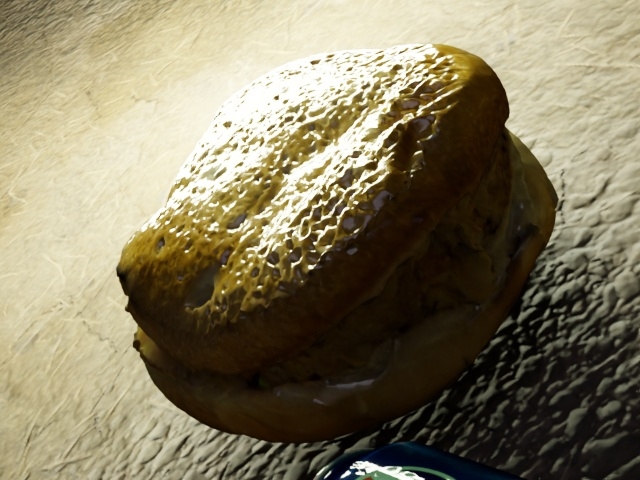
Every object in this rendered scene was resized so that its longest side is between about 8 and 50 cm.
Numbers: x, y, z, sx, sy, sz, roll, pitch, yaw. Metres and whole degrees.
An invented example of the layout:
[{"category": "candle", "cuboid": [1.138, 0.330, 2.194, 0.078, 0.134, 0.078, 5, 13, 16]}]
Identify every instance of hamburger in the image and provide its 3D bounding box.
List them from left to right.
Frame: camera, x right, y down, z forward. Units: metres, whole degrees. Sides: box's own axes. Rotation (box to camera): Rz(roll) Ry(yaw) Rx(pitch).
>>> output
[{"category": "hamburger", "cuboid": [0.000, 0.000, 0.876, 0.314, 0.170, 0.290, 5, 46, 48]}]

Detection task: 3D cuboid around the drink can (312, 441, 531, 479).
[{"category": "drink can", "cuboid": [0.081, 0.169, 0.623, 0.205, 0.118, 0.118, 9, 52, 51]}]
